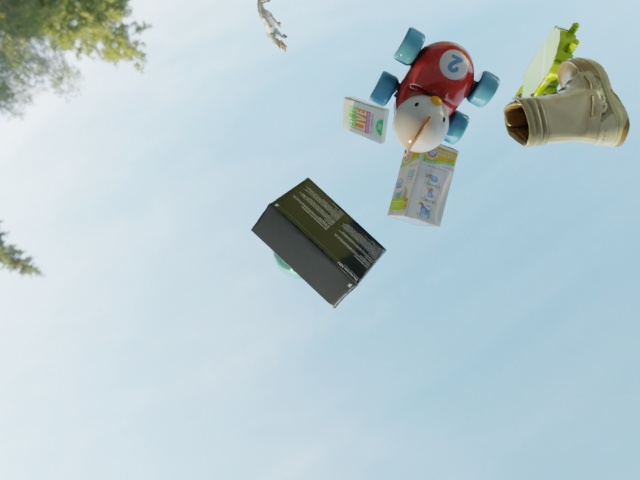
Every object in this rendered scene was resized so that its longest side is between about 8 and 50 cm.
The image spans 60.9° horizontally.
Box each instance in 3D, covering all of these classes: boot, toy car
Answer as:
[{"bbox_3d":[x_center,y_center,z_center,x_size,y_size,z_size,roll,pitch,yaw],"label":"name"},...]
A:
[{"bbox_3d":[0.468,-0.280,1.096,0.203,0.095,0.262,-3,-129,0],"label":"boot"},{"bbox_3d":[0.218,-0.267,1.099,0.210,0.219,0.238,-56,-170,44],"label":"toy car"}]

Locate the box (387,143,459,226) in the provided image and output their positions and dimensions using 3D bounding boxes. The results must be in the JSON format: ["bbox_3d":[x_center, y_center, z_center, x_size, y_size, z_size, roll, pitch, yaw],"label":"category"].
[{"bbox_3d":[0.263,-0.145,1.405,0.114,0.103,0.203,-171,-84,-72],"label":"box"}]

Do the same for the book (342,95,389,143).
[{"bbox_3d":[0.125,-0.338,1.522,0.144,0.096,0.035,30,-141,35],"label":"book"}]

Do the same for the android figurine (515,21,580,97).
[{"bbox_3d":[0.587,-0.435,1.416,0.056,0.273,0.248,17,-122,-2],"label":"android figurine"}]

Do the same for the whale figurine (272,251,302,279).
[{"bbox_3d":[-0.026,0.054,1.572,0.216,0.272,0.141,4,-104,31],"label":"whale figurine"}]

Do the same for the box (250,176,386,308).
[{"bbox_3d":[0.000,0.000,1.258,0.261,0.184,0.103,43,-55,4],"label":"box"}]

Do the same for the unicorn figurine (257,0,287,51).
[{"bbox_3d":[-0.139,-0.609,1.514,0.060,0.162,0.111,-22,-128,-18],"label":"unicorn figurine"}]
